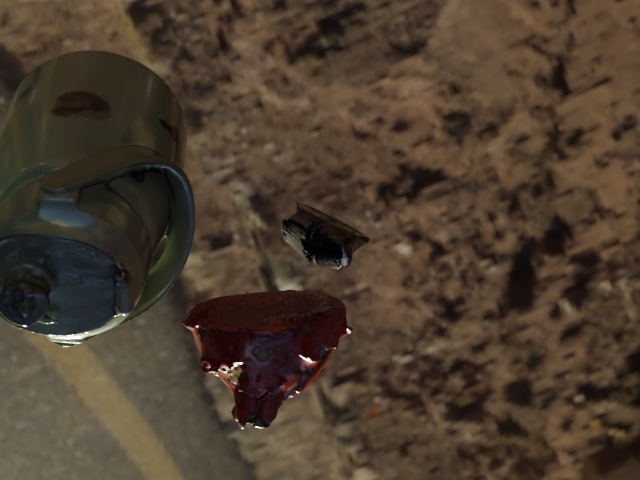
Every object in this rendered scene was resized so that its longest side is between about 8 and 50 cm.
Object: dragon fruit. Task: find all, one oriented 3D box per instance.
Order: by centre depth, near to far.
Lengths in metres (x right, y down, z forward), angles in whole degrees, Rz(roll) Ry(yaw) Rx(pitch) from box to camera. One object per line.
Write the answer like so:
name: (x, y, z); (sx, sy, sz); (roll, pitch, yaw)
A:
dragon fruit: (-0.045, 0.110, 1.384); (0.153, 0.111, 0.153); (0, -166, 0)

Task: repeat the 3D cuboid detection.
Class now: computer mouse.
computer mouse: (0.000, 0.000, 1.396); (0.047, 0.079, 0.135); (-65, 175, 3)

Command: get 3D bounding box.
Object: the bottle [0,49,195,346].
bottle: (-0.243, -0.034, 1.585); (0.229, 0.352, 0.229); (-1, 123, -1)
